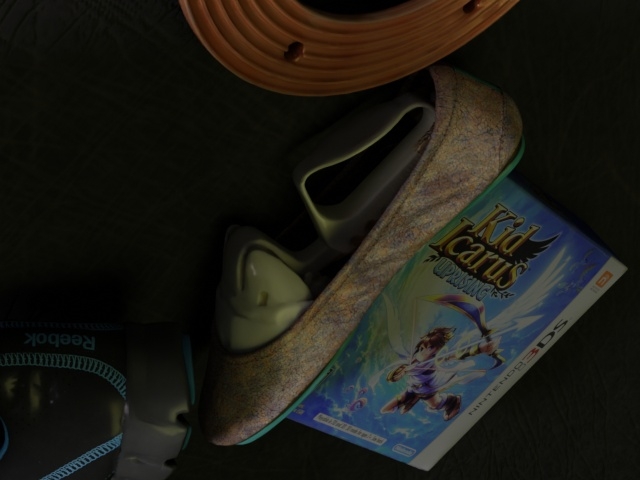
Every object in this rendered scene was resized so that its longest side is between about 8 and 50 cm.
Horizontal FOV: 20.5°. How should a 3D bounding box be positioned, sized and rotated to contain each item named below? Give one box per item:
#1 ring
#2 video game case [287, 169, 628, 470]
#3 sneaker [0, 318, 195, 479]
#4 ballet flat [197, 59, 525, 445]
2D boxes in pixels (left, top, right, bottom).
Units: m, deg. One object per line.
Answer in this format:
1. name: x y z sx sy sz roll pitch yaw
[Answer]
1. ring: 0.056 -0.226 1.031 0.336 0.032 0.336 -27 146 -20
2. video game case: 0.092 0.055 1.375 0.244 0.061 0.269 -47 146 10
3. sneaker: -0.193 0.167 1.204 0.139 0.125 0.341 10 131 -17
4. ballet flat: 0.000 0.000 1.202 0.316 0.107 0.106 -49 127 4
